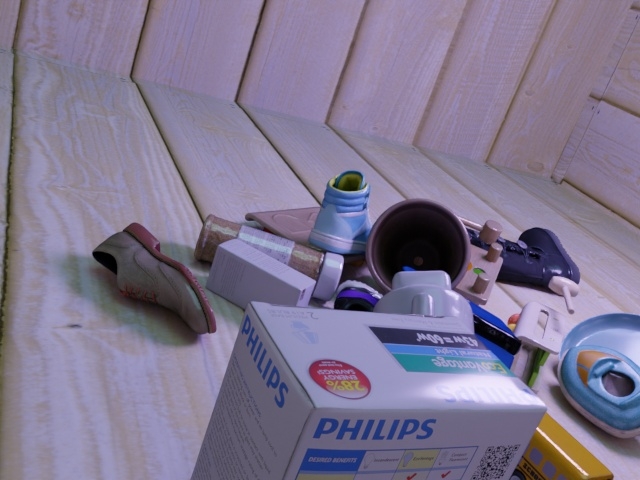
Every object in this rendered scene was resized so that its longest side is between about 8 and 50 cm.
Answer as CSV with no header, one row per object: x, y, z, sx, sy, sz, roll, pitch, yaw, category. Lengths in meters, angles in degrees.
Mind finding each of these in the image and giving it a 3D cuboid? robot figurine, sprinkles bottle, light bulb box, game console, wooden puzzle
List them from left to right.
-0.125,0.042,1.806,0.355,0.121,0.121,18,21,-4,sprinkles bottle
0.000,0.000,2.102,0.347,0.081,0.322,28,21,33,wooden puzzle
0.043,0.297,0.985,0.357,0.361,0.225,8,24,-30,light bulb box
0.197,0.226,1.406,0.199,0.300,0.354,-4,52,11,robot figurine
0.282,0.219,1.666,0.293,0.173,0.250,30,9,-6,game console

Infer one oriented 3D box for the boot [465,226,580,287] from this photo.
0.610,0.027,2.508,0.444,0.146,0.367,9,21,-15,boot

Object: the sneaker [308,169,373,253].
0.100,-0.076,1.917,0.127,0.208,0.319,20,10,24,sneaker

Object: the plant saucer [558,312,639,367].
0.767,0.313,1.847,0.317,0.044,0.318,-10,40,8,plant saucer

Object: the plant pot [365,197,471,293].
0.256,0.043,1.919,0.263,0.263,0.229,24,-6,12,plant pot

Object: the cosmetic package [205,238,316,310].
-0.137,0.099,1.664,0.231,0.117,0.085,28,23,17,cosmetic package

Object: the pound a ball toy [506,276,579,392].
0.546,0.215,1.858,0.135,0.208,0.319,25,22,14,pound a ball toy

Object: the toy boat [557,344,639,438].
0.722,0.299,1.730,0.318,0.148,0.267,-31,42,-16,toy boat

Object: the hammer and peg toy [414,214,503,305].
0.405,0.043,2.185,0.265,0.127,0.361,24,35,11,hammer and peg toy

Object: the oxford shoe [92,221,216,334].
-0.347,0.100,1.527,0.130,0.123,0.348,-30,49,-30,oxford shoe

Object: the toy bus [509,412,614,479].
0.381,0.382,1.400,0.108,0.130,0.332,5,25,-34,toy bus

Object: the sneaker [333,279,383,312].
0.165,0.200,1.726,0.293,0.102,0.146,17,26,5,sneaker
